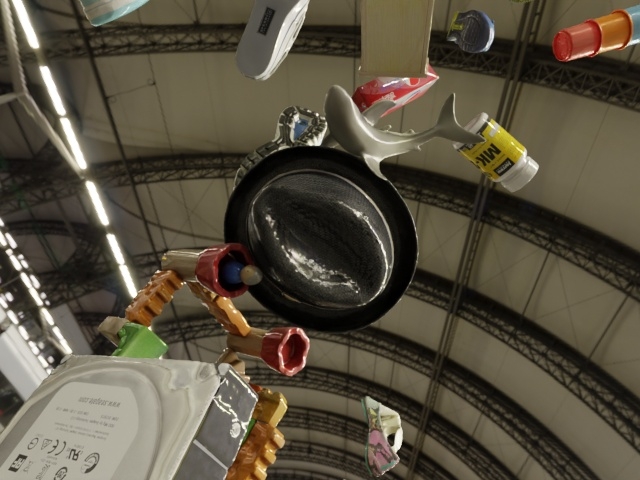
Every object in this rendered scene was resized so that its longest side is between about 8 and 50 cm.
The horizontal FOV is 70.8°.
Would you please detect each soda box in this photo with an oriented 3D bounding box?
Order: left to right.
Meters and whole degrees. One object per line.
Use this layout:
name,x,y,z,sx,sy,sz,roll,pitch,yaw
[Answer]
soda box,0.203,-0.420,1.268,0.083,0.263,0.092,55,-24,2

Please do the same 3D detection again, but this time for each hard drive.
hard drive,-0.214,0.242,0.327,0.237,0.339,0.064,-6,-48,30

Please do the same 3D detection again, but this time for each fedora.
fedora,0.000,0.000,0.701,0.334,0.334,0.152,51,1,-2

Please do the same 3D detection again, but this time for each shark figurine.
shark figurine,0.115,-0.153,0.739,0.166,0.278,0.116,-54,-135,50

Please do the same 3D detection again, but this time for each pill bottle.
pill bottle,0.475,-0.235,1.218,0.208,0.119,0.119,39,-38,-4

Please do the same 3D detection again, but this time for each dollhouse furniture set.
dollhouse furniture set,0.201,-0.630,1.108,0.362,0.394,0.256,6,-34,9

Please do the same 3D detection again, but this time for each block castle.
block castle,-0.206,0.251,0.664,0.213,0.453,0.303,2,-45,37

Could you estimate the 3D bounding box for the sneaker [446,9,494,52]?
sneaker,0.234,-0.308,0.666,0.059,0.144,0.053,13,-58,-8

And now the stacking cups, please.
stacking cups,0.651,-0.438,0.933,0.096,0.316,0.096,-19,90,-89

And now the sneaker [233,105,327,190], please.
sneaker,-0.077,-0.134,0.931,0.130,0.330,0.147,23,-41,5

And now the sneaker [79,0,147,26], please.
sneaker,-0.438,-0.617,0.956,0.127,0.319,0.208,-10,-49,22

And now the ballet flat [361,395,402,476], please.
ballet flat,0.131,0.397,0.939,0.079,0.221,0.077,-19,-80,7

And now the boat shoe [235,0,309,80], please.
boat shoe,-0.076,-0.420,0.831,0.095,0.084,0.258,35,-76,3

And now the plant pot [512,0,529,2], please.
plant pot,0.287,-0.361,0.593,0.083,0.079,0.083,24,-53,37
